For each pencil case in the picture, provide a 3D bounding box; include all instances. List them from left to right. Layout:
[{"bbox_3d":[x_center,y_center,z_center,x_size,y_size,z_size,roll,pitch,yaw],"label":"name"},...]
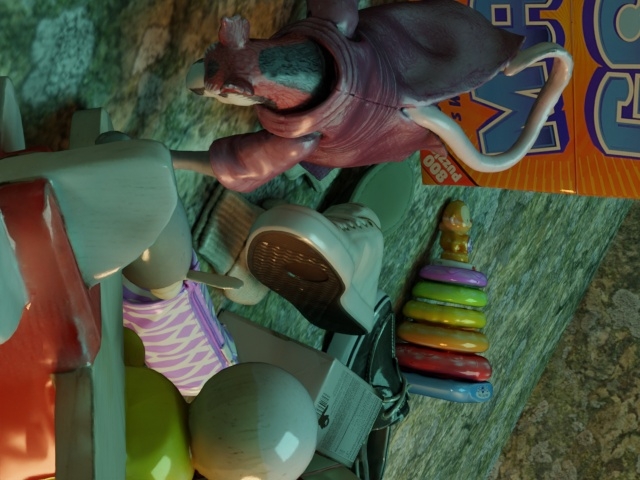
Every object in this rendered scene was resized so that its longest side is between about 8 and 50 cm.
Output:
[{"bbox_3d":[-0.129,0.070,1.064,0.086,0.088,0.206,-60,157,-22],"label":"pencil case"}]

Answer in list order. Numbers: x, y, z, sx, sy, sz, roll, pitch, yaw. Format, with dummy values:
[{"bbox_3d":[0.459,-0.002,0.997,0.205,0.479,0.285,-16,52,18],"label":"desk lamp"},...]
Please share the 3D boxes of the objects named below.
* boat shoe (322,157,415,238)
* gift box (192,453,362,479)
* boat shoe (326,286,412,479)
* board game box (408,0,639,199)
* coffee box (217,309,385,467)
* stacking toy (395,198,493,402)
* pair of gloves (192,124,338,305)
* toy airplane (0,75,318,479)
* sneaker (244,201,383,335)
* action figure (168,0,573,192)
[{"bbox_3d":[0.035,-0.017,1.398,0.081,0.068,0.228,52,55,-27],"label":"boat shoe"},{"bbox_3d":[-0.054,0.388,1.363,0.276,0.258,0.255,1,113,-44],"label":"gift box"},{"bbox_3d":[0.072,0.210,1.645,0.121,0.119,0.335,-43,149,-46],"label":"boat shoe"},{"bbox_3d":[0.330,-0.268,1.299,0.356,0.356,0.357,-33,123,-54],"label":"board game box"},{"bbox_3d":[-0.033,0.170,1.328,0.098,0.141,0.246,-64,160,-9],"label":"coffee box"},{"bbox_3d":[0.194,0.087,1.813,0.175,0.165,0.302,14,85,-65],"label":"stacking toy"},{"bbox_3d":[-0.037,-0.048,1.223,0.240,0.042,0.204,-59,158,-15],"label":"pair of gloves"},{"bbox_3d":[-0.127,0.089,0.730,0.384,0.272,0.386,171,-75,-74],"label":"toy airplane"},{"bbox_3d":[0.000,0.000,1.200,0.290,0.105,0.123,59,43,-68],"label":"sneaker"},{"bbox_3d":[0.015,-0.110,0.970,0.248,0.275,0.370,-68,163,12],"label":"action figure"}]
